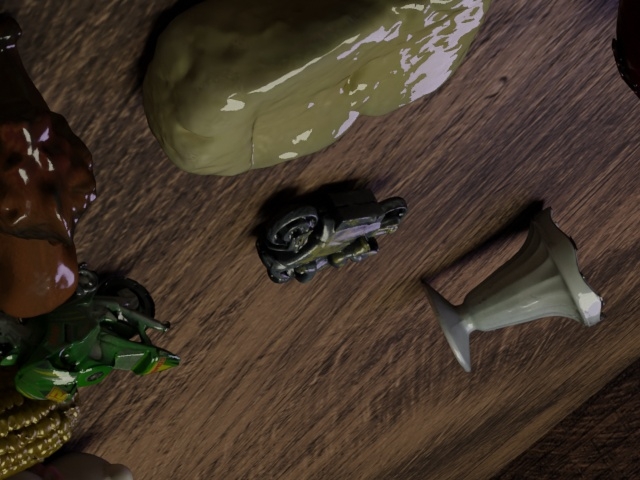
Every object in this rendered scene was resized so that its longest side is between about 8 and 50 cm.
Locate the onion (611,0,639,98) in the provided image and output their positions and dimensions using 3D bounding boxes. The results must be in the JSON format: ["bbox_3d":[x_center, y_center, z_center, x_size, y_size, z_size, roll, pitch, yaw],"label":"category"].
[{"bbox_3d":[0.412,-0.213,1.388,0.314,0.232,0.314,-7,146,-5],"label":"onion"}]

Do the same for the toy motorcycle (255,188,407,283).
[{"bbox_3d":[0.000,0.000,1.518,0.193,0.061,0.124,-6,148,-49],"label":"toy motorcycle"}]

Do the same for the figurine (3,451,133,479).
[{"bbox_3d":[-0.335,0.311,1.726,0.155,0.127,0.235,-32,160,35],"label":"figurine"}]

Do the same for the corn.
[{"bbox_3d":[-0.351,0.184,1.358,0.322,0.119,0.119,-15,156,-47],"label":"corn"}]

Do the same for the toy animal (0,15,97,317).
[{"bbox_3d":[-0.199,-0.021,0.991,0.097,0.157,0.312,-24,159,-19],"label":"toy animal"}]

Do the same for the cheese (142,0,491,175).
[{"bbox_3d":[-0.002,-0.137,1.106,0.263,0.093,0.159,-26,158,-11],"label":"cheese"}]

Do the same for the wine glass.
[{"bbox_3d":[0.240,0.066,1.950,0.196,0.165,0.165,-24,163,5],"label":"wine glass"}]

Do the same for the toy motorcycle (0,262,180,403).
[{"bbox_3d":[-0.211,0.085,1.333,0.190,0.106,0.074,-10,153,-46],"label":"toy motorcycle"}]
